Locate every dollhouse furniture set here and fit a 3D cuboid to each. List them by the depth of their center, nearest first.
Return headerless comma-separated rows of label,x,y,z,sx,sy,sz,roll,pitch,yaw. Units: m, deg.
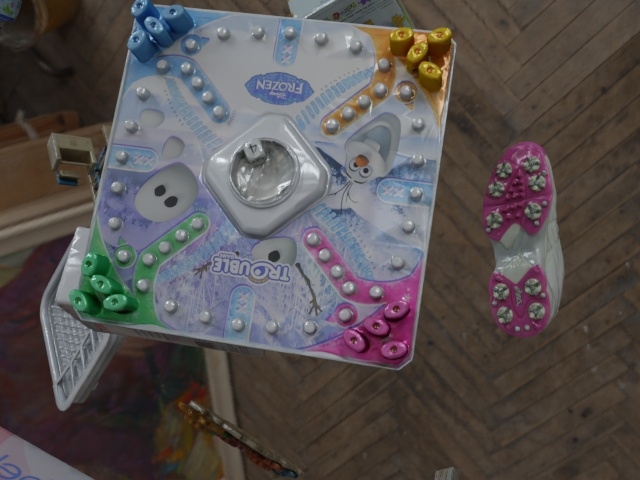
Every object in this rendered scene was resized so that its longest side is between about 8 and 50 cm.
dollhouse furniture set,-0.499,-0.165,1.768,0.129,0.183,0.129,-53,47,36

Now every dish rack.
dish rack,-0.510,0.170,1.800,0.286,0.072,0.333,-54,45,29

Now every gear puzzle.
gear puzzle,-0.149,0.352,1.445,0.175,0.044,0.339,26,166,29

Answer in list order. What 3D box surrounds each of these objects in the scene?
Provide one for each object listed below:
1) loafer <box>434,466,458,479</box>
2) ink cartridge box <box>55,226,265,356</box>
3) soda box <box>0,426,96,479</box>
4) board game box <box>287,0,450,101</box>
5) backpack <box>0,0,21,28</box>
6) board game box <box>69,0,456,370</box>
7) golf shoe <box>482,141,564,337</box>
loafer,0.205,0.441,1.423,0.039,0.125,0.045,-12,115,30
ink cartridge box,-0.214,0.080,1.213,0.278,0.201,0.117,8,72,3
soda box,-0.205,0.208,0.576,0.263,0.092,0.084,23,111,17
board game box,0.073,-0.313,1.287,0.144,0.142,0.275,-26,138,13
backpack,-0.604,-0.437,1.516,0.114,0.105,0.084,38,104,49
board game box,-0.064,-0.077,0.934,0.389,0.050,0.390,8,80,8
golf shoe,0.332,-0.001,1.330,0.115,0.140,0.307,1,88,34
